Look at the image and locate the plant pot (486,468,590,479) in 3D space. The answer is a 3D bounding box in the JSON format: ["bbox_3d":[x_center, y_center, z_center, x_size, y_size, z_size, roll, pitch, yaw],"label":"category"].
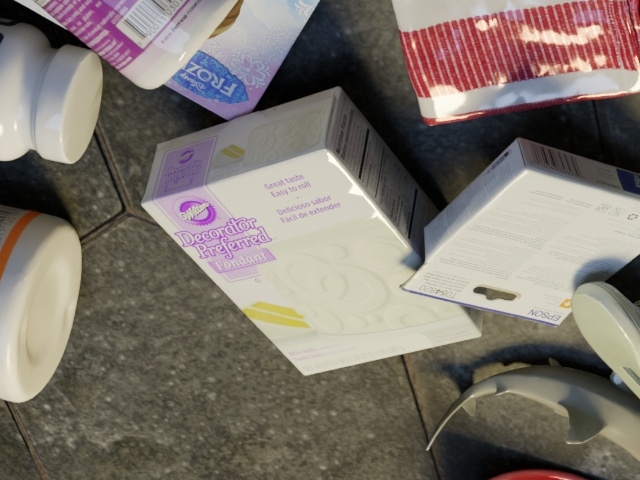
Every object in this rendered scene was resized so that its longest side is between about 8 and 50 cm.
[{"bbox_3d":[0.252,0.450,2.199,0.275,0.275,0.243,17,144,6],"label":"plant pot"}]

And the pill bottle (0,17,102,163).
[{"bbox_3d":[-0.378,-0.170,1.955,0.265,0.153,0.153,13,132,10],"label":"pill bottle"}]

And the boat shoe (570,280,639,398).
[{"bbox_3d":[0.352,0.105,1.968,0.079,0.081,0.227,12,150,53],"label":"boat shoe"}]

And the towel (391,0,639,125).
[{"bbox_3d":[0.179,-0.259,1.714,0.237,0.037,0.329,-8,127,10],"label":"towel"}]

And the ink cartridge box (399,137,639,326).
[{"bbox_3d":[0.226,-0.004,1.880,0.223,0.045,0.224,14,138,-32],"label":"ink cartridge box"}]

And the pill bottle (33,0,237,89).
[{"bbox_3d":[-0.223,-0.294,1.688,0.301,0.169,0.169,40,131,-14],"label":"pill bottle"}]

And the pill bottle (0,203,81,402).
[{"bbox_3d":[-0.501,0.042,2.136,0.392,0.224,0.224,13,132,10],"label":"pill bottle"}]

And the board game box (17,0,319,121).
[{"bbox_3d":[-0.144,-0.306,1.809,0.319,0.066,0.318,29,133,-5],"label":"board game box"}]

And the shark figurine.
[{"bbox_3d":[0.265,0.195,2.060,0.278,0.116,0.166,9,130,11],"label":"shark figurine"}]

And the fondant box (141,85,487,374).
[{"bbox_3d":[0.000,0.000,1.957,0.238,0.096,0.330,-15,133,30],"label":"fondant box"}]
